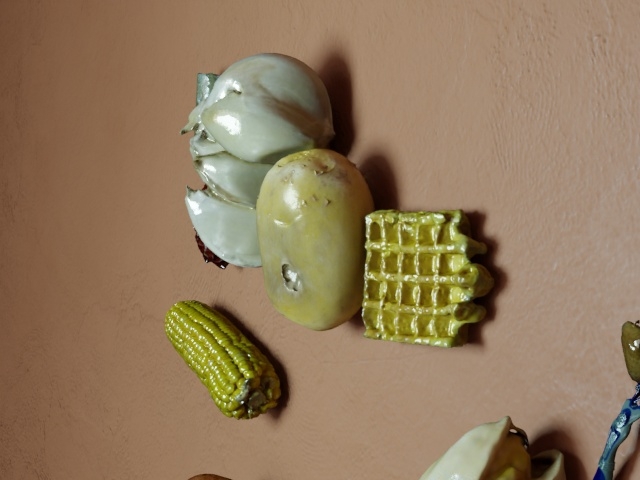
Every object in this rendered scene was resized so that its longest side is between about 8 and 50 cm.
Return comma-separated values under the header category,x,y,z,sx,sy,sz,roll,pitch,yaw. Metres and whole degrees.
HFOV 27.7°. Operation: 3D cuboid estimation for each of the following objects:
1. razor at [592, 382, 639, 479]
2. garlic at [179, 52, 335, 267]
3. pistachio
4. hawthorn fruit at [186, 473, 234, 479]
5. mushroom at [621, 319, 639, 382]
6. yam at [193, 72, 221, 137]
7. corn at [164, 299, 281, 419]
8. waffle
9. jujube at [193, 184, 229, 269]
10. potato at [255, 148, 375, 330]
category,x,y,z,sx,sy,sz,roll,pitch,yaw
razor,0.282,0.201,1.240,0.044,0.028,0.154,47,127,51
garlic,-0.091,-0.121,1.763,0.184,0.203,0.281,-90,11,-61
pistachio,0.163,0.290,1.339,0.229,0.157,0.157,-60,38,19
hawthorn fruit,-0.145,0.461,1.811,0.210,0.211,0.262,-125,30,-47
mushroom,0.312,0.039,1.178,0.061,0.060,0.187,18,99,58
yam,-0.174,-0.198,2.055,0.054,0.054,0.132,11,98,60
corn,-0.150,0.167,1.933,0.313,0.102,0.102,44,124,56
waffle,0.125,0.041,1.502,0.211,0.055,0.160,-3,86,61
jujube,-0.144,-0.036,1.940,0.166,0.104,0.104,-57,41,44
potato,0.000,0.000,1.644,0.150,0.146,0.233,-145,48,-64
